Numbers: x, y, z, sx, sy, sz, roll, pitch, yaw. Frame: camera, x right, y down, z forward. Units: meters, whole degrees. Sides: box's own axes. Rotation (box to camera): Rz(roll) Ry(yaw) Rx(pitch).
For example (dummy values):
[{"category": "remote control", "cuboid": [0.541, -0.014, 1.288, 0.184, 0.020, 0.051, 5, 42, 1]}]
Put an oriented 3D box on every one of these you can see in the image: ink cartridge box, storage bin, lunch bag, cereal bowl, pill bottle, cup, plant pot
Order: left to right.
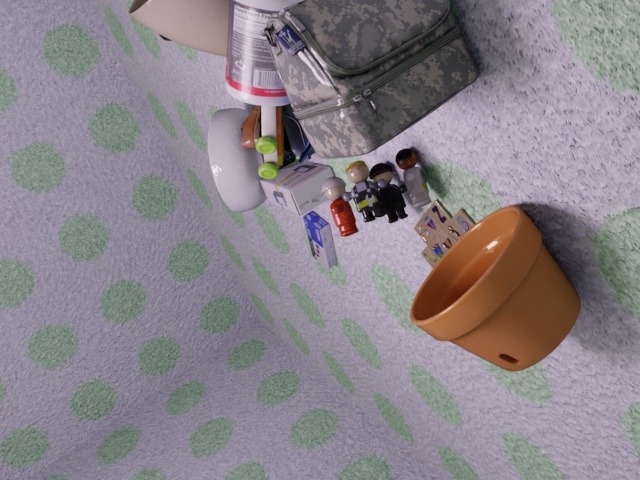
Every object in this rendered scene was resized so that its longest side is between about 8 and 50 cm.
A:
[{"category": "cup", "cuboid": [-0.260, -0.586, 1.433, 0.237, 0.331, 0.331, 39, 172, -33]}, {"category": "cereal bowl", "cuboid": [-0.231, -0.267, 1.931, 0.339, 0.141, 0.339, -9, -90, -76]}, {"category": "pill bottle", "cuboid": [-0.115, -0.474, 1.311, 0.176, 0.176, 0.318, 41, 136, 37]}, {"category": "ink cartridge box", "cuboid": [-0.063, -0.164, 1.806, 0.212, 0.154, 0.093, 27, 144, 57]}, {"category": "storage bin", "cuboid": [-0.037, -0.300, 1.619, 0.098, 0.091, 0.135, 38, 153, 42]}, {"category": "ink cartridge box", "cuboid": [0.000, 0.000, 2.086, 0.097, 0.046, 0.207, 40, 155, 37]}, {"category": "lunch bag", "cuboid": [0.078, -0.310, 1.001, 0.256, 0.305, 0.212, 61, 160, -16]}, {"category": "plant pot", "cuboid": [0.341, 0.107, 1.126, 0.203, 0.291, 0.291, 40, 161, -4]}]

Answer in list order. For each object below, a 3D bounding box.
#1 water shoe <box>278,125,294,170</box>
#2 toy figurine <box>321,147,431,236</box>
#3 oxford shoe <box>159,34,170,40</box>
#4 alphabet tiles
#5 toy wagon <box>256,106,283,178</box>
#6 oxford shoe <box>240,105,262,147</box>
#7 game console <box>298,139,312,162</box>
[{"category": "water shoe", "cuboid": [-0.117, -0.275, 1.883, 0.080, 0.073, 0.203, 32, 150, 41]}, {"category": "toy figurine", "cuboid": [0.126, -0.115, 1.356, 0.148, 0.213, 0.209, 71, 159, 7]}, {"category": "oxford shoe", "cuboid": [-0.496, -0.734, 1.962, 0.364, 0.133, 0.130, 34, 152, 48]}, {"category": "alphabet tiles", "cuboid": [0.353, 0.068, 1.399, 0.342, 0.011, 0.285, 52, 160, 12]}, {"category": "toy wagon", "cuboid": [-0.137, -0.346, 1.627, 0.344, 0.068, 0.267, 95, 174, -63]}, {"category": "oxford shoe", "cuboid": [-0.203, -0.361, 1.804, 0.076, 0.076, 0.212, 70, -161, -46]}, {"category": "game console", "cuboid": [-0.021, -0.359, 1.362, 0.250, 0.173, 0.293, 56, 161, 1]}]
